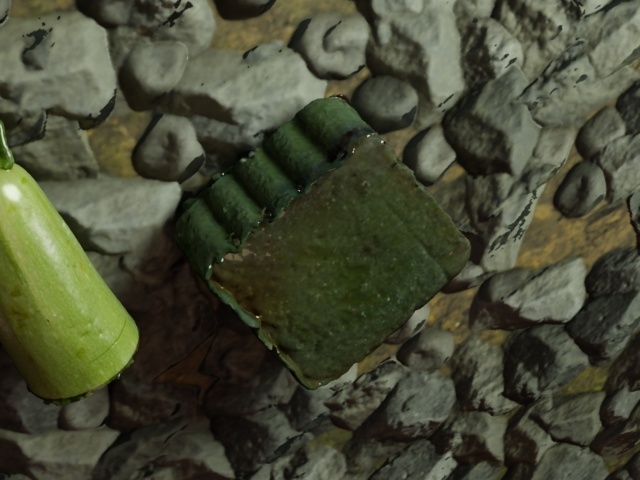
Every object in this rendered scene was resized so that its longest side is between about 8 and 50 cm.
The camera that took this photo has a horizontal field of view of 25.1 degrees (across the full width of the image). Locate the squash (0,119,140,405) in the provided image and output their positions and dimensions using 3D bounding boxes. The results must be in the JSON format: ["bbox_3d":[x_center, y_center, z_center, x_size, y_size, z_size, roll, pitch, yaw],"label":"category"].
[{"bbox_3d":[-0.203,0.003,0.999,0.094,0.094,0.224,-26,125,-10],"label":"squash"}]

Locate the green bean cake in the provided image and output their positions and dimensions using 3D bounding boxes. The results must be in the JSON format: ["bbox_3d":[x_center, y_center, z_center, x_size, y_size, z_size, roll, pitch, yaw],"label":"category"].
[{"bbox_3d":[0.000,0.000,1.092,0.173,0.094,0.181,-41,133,3],"label":"green bean cake"}]
